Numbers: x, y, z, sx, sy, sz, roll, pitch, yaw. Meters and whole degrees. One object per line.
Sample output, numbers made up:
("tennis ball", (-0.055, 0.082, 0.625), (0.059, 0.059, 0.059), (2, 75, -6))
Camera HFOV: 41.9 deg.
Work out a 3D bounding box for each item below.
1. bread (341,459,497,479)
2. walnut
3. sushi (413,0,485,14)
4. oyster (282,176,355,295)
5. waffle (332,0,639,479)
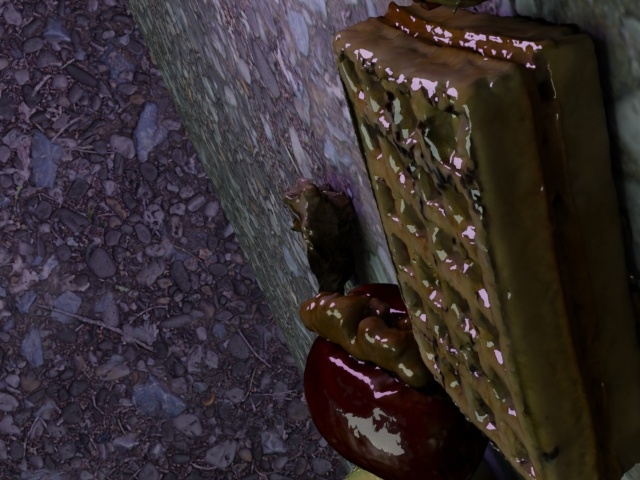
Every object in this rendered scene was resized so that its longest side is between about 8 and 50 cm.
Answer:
("bread", (0.121, 0.409, 1.129), (0.198, 0.236, 0.263), (7, -135, -55))
("walnut", (0.090, 0.152, 0.988), (0.269, 0.221, 0.244), (14, 137, 57))
("sushi", (0.090, -0.197, 0.514), (0.226, 0.097, 0.103), (160, 88, -77))
("oyster", (-0.002, -0.008, 1.361), (0.361, 0.096, 0.221), (80, 167, -52))
("waffle", (0.138, -0.001, 0.693), (0.261, 0.114, 0.376), (-130, 19, -61))
